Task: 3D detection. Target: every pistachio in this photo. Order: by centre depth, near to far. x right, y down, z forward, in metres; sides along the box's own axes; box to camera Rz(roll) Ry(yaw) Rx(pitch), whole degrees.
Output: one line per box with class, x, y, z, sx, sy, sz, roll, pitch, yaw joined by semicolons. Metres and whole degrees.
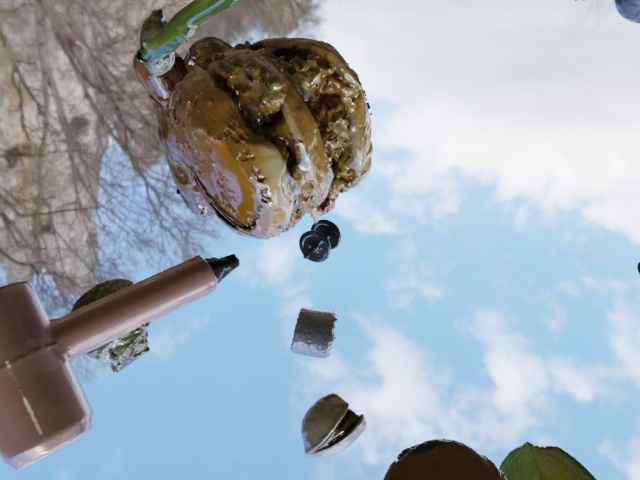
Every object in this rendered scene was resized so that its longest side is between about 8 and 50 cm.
pistachio;0.027;0.461;1.503;0.138;0.238;0.153;33;-136;-5

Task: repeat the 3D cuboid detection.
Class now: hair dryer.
hair dryer;-0.238;0.104;0.730;0.344;0.107;0.189;-26;-92;-27

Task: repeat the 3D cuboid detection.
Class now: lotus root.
lotus root;-0.248;-0.299;0.914;0.049;0.099;0.054;4;-148;-1

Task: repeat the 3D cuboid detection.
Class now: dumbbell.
dumbbell;0.000;0.000;1.208;0.069;0.069;0.147;23;-147;14

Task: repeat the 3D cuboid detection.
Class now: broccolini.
broccolini;-0.053;-0.211;0.487;0.272;0.062;0.123;-17;-170;37

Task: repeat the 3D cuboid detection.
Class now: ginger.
ginger;-0.235;-0.241;1.304;0.254;0.418;0.176;-25;-141;-24

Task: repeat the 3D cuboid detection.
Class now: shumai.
shumai;-0.427;0.182;1.280;0.184;0.142;0.184;-6;-129;7

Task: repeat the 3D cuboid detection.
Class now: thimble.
thimble;-0.014;0.260;1.701;0.118;0.127;0.151;11;-161;4

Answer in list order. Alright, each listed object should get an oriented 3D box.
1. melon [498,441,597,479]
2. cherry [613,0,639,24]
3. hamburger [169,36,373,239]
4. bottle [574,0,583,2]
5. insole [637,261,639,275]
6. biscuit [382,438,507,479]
melon;0.483;0.596;1.212;0.331;0.226;0.343;-17;-139;21
cherry;0.639;-0.497;1.121;0.195;0.195;0.195;6;-140;-5
hamburger;-0.066;-0.137;0.752;0.211;0.260;0.245;-39;-95;-25
bottle;0.478;-0.549;1.111;0.072;0.201;0.072;-17;-174;2
insole;0.562;0.132;0.947;0.086;0.005;0.253;7;-130;-17
biscuit;0.183;0.393;0.863;0.226;0.042;0.225;10;-126;-14
